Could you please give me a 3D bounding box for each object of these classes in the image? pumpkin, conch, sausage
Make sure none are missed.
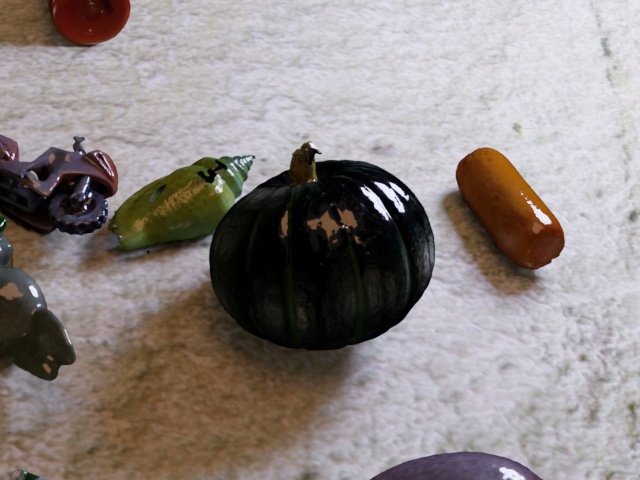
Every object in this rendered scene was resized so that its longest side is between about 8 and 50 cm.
[{"bbox_3d":[0.000,0.000,1.724,0.249,0.216,0.250,-10,12,2],"label":"pumpkin"},{"bbox_3d":[-0.155,-0.044,1.844,0.200,0.080,0.095,-18,29,-22],"label":"conch"},{"bbox_3d":[0.223,-0.043,1.944,0.076,0.076,0.197,-7,41,-23],"label":"sausage"}]

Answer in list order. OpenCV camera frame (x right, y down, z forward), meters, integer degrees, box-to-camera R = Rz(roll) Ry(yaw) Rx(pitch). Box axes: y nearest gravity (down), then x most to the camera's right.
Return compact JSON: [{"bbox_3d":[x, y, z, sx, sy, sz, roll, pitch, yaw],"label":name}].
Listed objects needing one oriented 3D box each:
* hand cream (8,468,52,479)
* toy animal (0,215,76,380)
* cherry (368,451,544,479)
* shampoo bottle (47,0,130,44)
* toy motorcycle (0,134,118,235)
[{"bbox_3d":[-0.164,0.273,1.462,0.276,0.059,0.095,13,41,7],"label":"hand cream"},{"bbox_3d":[-0.340,0.061,1.641,0.251,0.127,0.125,41,27,14],"label":"toy animal"},{"bbox_3d":[0.120,0.288,1.394,0.266,0.213,0.183,5,4,39],"label":"cherry"},{"bbox_3d":[-0.327,-0.380,2.174,0.104,0.104,0.278,-2,41,-18],"label":"shampoo bottle"},{"bbox_3d":[-0.314,-0.073,1.822,0.212,0.084,0.118,24,48,20],"label":"toy motorcycle"}]
